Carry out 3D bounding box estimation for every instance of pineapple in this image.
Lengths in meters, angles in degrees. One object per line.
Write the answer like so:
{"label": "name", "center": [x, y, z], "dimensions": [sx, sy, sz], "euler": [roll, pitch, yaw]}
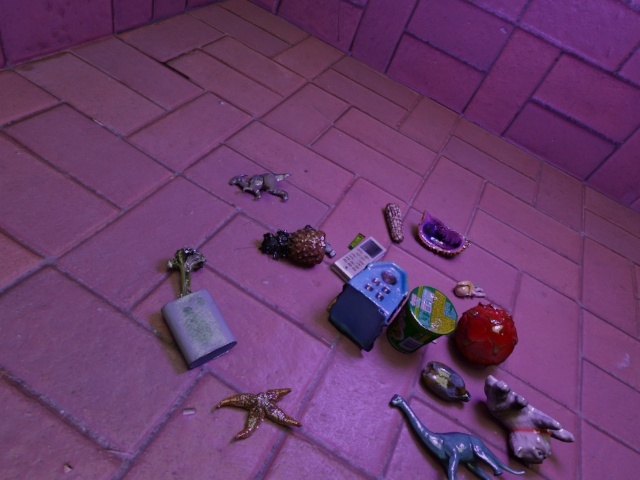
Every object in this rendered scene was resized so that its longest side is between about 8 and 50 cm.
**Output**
{"label": "pineapple", "center": [-0.116, 0.012, 1.763], "dimensions": [0.278, 0.158, 0.158], "euler": [8, 47, -1]}

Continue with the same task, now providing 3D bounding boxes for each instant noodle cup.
{"label": "instant noodle cup", "center": [0.371, 0.319, 1.616], "dimensions": [0.207, 0.233, 0.207], "euler": [14, 47, -15]}

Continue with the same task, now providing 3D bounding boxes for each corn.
{"label": "corn", "center": [0.367, -0.089, 2.098], "dimensions": [0.079, 0.079, 0.237], "euler": [10, 50, -14]}

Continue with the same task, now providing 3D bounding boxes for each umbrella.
{"label": "umbrella", "center": [0.000, 0.000, 1.878], "dimensions": [0.050, 0.046, 0.188], "euler": [-40, 72, -21]}

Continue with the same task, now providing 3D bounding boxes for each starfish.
{"label": "starfish", "center": [-0.191, 0.538, 1.323], "dimensions": [0.247, 0.050, 0.138], "euler": [-5, 53, -17]}

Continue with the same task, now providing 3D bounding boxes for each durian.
{"label": "durian", "center": [0.606, -0.019, 2.099], "dimensions": [0.260, 0.154, 0.186], "euler": [41, 25, 23]}

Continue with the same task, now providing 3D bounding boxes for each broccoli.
{"label": "broccoli", "center": [-0.484, 0.125, 1.543], "dimensions": [0.122, 0.118, 0.204], "euler": [24, 54, -44]}

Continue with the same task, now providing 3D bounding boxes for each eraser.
{"label": "eraser", "center": [-0.408, 0.290, 1.423], "dimensions": [0.174, 0.081, 0.227], "euler": [-21, 63, -33]}

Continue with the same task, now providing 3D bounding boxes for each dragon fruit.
{"label": "dragon fruit", "center": [0.651, 0.371, 1.680], "dimensions": [0.241, 0.252, 0.241], "euler": [42, 27, -27]}

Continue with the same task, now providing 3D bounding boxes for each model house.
{"label": "model house", "center": [0.204, 0.225, 1.635], "dimensions": [0.215, 0.237, 0.303], "euler": [37, 43, 14]}

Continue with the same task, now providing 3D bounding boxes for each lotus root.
{"label": "lotus root", "center": [0.469, 0.530, 1.574], "dimensions": [0.192, 0.088, 0.113], "euler": [35, 62, 8]}

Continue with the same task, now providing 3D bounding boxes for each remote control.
{"label": "remote control", "center": [0.176, 0.080, 1.875], "dimensions": [0.103, 0.055, 0.277], "euler": [43, 48, 16]}

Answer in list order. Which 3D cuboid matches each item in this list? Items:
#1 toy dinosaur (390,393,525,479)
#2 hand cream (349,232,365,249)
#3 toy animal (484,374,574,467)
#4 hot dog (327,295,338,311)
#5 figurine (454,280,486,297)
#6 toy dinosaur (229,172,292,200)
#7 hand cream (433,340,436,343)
{"label": "toy dinosaur", "center": [0.460, 0.662, 1.457], "dimensions": [0.383, 0.129, 0.331], "euler": [3, 41, -22]}
{"label": "hand cream", "center": [0.168, 0.003, 1.965], "dimensions": [0.036, 0.023, 0.122], "euler": [33, 42, 13]}
{"label": "toy animal", "center": [0.685, 0.639, 1.500], "dimensions": [0.308, 0.188, 0.266], "euler": [41, -3, -34]}
{"label": "hot dog", "center": [0.060, 0.248, 1.691], "dimensions": [0.030, 0.034, 0.090], "euler": [35, 46, 10]}
{"label": "figurine", "center": [0.691, 0.224, 1.954], "dimensions": [0.187, 0.083, 0.083], "euler": [13, 46, -25]}
{"label": "toy dinosaur", "center": [-0.269, -0.262, 1.980], "dimensions": [0.294, 0.077, 0.162], "euler": [1, 50, -21]}
{"label": "hand cream", "center": [0.473, 0.309, 1.803], "dimensions": [0.084, 0.050, 0.257], "euler": [26, 48, -3]}
